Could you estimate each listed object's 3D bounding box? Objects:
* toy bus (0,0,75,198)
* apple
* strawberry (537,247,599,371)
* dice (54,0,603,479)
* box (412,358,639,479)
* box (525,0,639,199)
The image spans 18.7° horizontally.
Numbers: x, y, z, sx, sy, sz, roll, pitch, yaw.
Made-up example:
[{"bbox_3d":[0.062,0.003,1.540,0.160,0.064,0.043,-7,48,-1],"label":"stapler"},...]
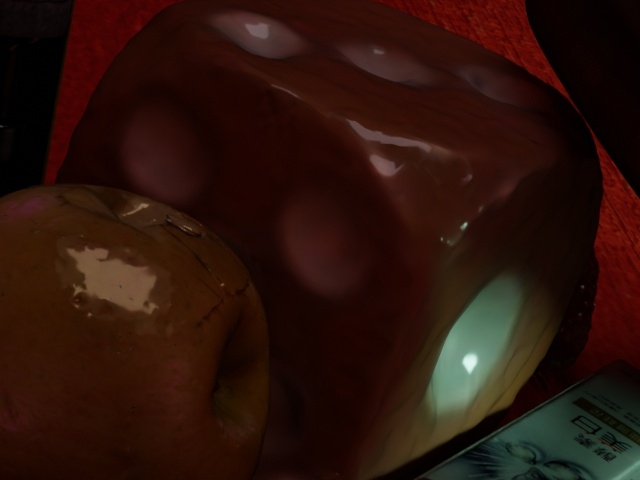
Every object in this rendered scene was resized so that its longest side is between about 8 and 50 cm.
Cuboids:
[{"bbox_3d":[-0.229,-0.038,0.754,0.151,0.145,0.331,21,20,19],"label":"toy bus"},{"bbox_3d":[-0.079,0.051,0.693,0.146,0.146,0.146,17,25,-8],"label":"apple"},{"bbox_3d":[0.111,0.026,0.985,0.073,0.073,0.083,7,41,-29],"label":"strawberry"},{"bbox_3d":[0.000,0.000,0.820,0.179,0.175,0.174,29,26,25],"label":"dice"},{"bbox_3d":[0.098,0.105,0.840,0.055,0.039,0.218,33,27,22],"label":"box"},{"bbox_3d":[0.235,0.003,0.865,0.404,0.108,0.263,40,17,-49],"label":"box"}]
